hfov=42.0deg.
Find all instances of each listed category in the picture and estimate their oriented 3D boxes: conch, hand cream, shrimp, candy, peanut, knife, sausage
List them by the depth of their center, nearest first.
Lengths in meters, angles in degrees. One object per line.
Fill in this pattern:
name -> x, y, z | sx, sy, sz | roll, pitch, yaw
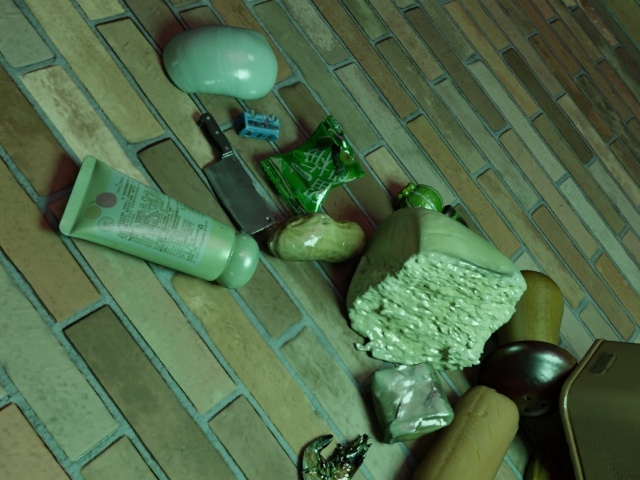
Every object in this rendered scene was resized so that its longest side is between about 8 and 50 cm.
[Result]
hand cream -> -0.241, -0.015, 1.296 | 0.306, 0.093, 0.147 | 26, 54, -23
shrimp -> 0.027, 0.343, 1.326 | 0.091, 0.034, 0.161 | 51, 43, 1
sausage -> 0.253, 0.366, 1.440 | 0.121, 0.121, 0.304 | 49, 41, -3
knife -> -0.166, -0.119, 1.471 | 0.072, 0.019, 0.245 | -24, 73, -27
peanut -> 0.000, 0.000, 1.492 | 0.214, 0.099, 0.099 | 11, 56, -41
conch -> -0.183, -0.342, 1.563 | 0.221, 0.121, 0.185 | -6, 37, -38
candy -> -0.009, -0.131, 1.585 | 0.141, 0.078, 0.203 | 45, 54, 9

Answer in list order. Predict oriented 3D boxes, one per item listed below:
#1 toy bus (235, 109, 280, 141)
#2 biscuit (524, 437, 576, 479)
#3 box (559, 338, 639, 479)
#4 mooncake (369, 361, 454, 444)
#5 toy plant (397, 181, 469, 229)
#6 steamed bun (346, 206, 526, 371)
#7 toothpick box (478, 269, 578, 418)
toy bus -> -0.116, -0.215, 1.573 | 0.083, 0.038, 0.046 | 6, 64, -36
biscuit -> 0.489, 0.520, 1.594 | 0.257, 0.049, 0.273 | 31, 48, -22
box -> 0.610, 0.370, 1.503 | 0.239, 0.229, 0.339 | -34, 113, -46
mooncake -> 0.154, 0.278, 1.432 | 0.130, 0.073, 0.125 | -10, 70, -12
toy plant -> 0.227, -0.052, 1.722 | 0.162, 0.093, 0.093 | 43, 43, -6
steamed bun -> 0.225, 0.070, 1.511 | 0.290, 0.272, 0.273 | 30, 46, -27
toothpick box -> 0.408, 0.204, 1.638 | 0.192, 0.192, 0.294 | 33, 41, -19
